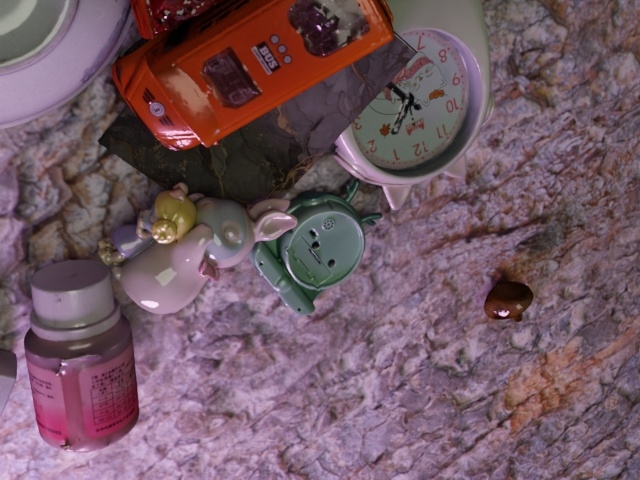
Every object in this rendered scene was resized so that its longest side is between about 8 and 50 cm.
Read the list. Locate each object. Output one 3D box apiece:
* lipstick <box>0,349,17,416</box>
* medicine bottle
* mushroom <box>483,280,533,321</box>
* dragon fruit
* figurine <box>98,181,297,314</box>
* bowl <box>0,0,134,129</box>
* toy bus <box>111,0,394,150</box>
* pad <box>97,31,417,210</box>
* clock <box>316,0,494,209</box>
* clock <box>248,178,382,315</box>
[{"bbox_3d":[-0.584,0.146,0.908,0.371,0.076,0.079,20,102,-29],"label":"lipstick"},{"bbox_3d":[-0.327,0.157,0.985,0.147,0.147,0.247,-7,113,-21],"label":"medicine bottle"},{"bbox_3d":[0.337,0.113,1.300,0.088,0.073,0.129,-41,159,1],"label":"mushroom"},{"bbox_3d":[-0.156,-0.315,0.804,0.122,0.192,0.092,-20,122,13],"label":"dragon fruit"},{"bbox_3d":[-0.163,-0.011,0.975,0.235,0.127,0.155,-35,113,8],"label":"figurine"},{"bbox_3d":[-0.355,-0.277,0.713,0.435,0.196,0.434,-17,126,-25],"label":"bowl"},{"bbox_3d":[-0.085,-0.213,0.825,0.329,0.153,0.143,-26,119,15],"label":"toy bus"},{"bbox_3d":[-0.086,-0.183,0.937,0.248,0.007,0.367,36,114,-23],"label":"pad"},{"bbox_3d":[0.115,-0.210,1.042,0.265,0.108,0.324,-25,120,-13],"label":"clock"},{"bbox_3d":[0.000,0.000,1.106,0.211,0.066,0.159,-41,122,-4],"label":"clock"}]
